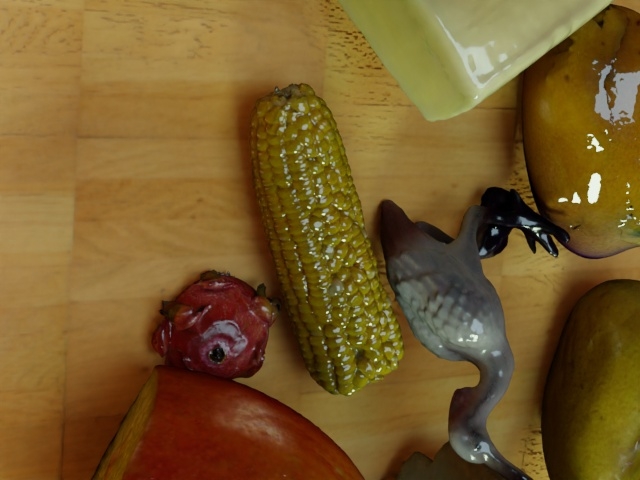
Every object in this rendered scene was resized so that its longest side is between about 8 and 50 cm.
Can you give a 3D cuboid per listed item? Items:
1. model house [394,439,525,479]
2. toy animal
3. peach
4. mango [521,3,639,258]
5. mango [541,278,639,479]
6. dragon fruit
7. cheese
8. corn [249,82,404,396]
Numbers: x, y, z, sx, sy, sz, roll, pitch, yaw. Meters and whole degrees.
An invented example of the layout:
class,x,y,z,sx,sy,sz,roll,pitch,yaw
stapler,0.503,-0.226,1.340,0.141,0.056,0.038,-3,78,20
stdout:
class,x,y,z,sx,sy,sz,roll,pitch,yaw
model house,0.174,0.401,1.422,0.280,0.245,0.312,35,89,-31
toy animal,0.140,0.074,1.361,0.195,0.090,0.324,14,61,-9
peach,-0.078,0.304,1.197,0.306,0.242,0.380,-35,102,-4
mango,0.299,-0.109,1.455,0.201,0.153,0.287,-29,116,-31
mango,0.318,0.168,1.533,0.130,0.167,0.262,18,93,-22
dragon fruit,-0.087,0.087,1.279,0.126,0.068,0.112,19,91,-36
cheese,0.146,-0.277,1.287,0.265,0.124,0.242,-38,90,-23
corn,-0.003,0.003,1.304,0.102,0.102,0.313,-29,113,-27
